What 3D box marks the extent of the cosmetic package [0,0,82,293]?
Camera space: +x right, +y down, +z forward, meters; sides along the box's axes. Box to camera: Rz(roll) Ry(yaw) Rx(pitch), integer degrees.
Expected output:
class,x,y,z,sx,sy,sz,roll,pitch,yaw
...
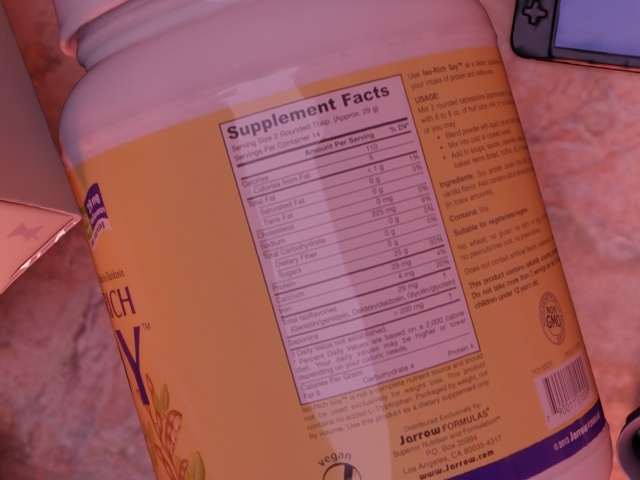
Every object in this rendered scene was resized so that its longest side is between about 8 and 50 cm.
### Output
class,x,y,z,sx,sy,sz,roll,pitch,yaw
cosmetic package,-0.259,-0.101,0.665,0.160,0.113,0.309,-39,61,25

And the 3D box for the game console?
class,x,y,z,sx,sy,sz,roll,pitch,yaw
game console,0.178,-0.155,0.722,0.122,0.071,0.107,9,94,7

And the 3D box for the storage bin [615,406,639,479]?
class,x,y,z,sx,sy,sz,roll,pitch,yaw
storage bin,0.229,0.142,0.720,0.098,0.091,0.135,-38,87,7

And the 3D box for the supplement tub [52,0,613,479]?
class,x,y,z,sx,sy,sz,roll,pitch,yaw
supplement tub,0.000,0.000,0.667,0.241,0.241,0.331,-16,90,8
